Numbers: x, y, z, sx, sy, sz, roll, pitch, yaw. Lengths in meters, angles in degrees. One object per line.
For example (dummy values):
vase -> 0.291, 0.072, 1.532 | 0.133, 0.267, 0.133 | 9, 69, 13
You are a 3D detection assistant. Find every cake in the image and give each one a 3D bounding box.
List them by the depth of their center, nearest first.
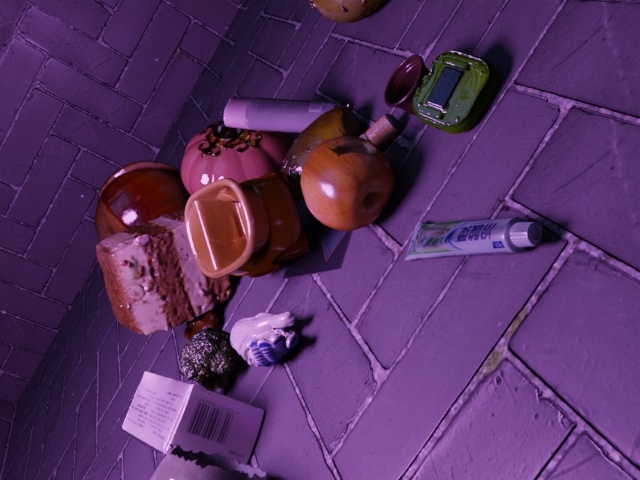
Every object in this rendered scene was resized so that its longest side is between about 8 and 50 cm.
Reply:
cake -> -0.413, 0.073, 1.744 | 0.282, 0.291, 0.255 | 11, 117, 61

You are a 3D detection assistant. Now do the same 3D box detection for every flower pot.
flower pot -> 0.188, -0.282, 1.265 | 0.111, 0.089, 0.111 | -43, 33, 37

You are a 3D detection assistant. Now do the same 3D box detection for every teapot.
teapot -> -0.312, 0.226, 1.720 | 0.129, 0.078, 0.098 | -27, 42, 51

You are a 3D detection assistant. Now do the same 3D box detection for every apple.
apple -> 0.052, -0.108, 1.269 | 0.199, 0.199, 0.199 | -43, 32, 35

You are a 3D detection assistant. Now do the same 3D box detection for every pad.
pad -> 0.000, 0.000, 1.444 | 0.243, 0.004, 0.163 | -15, 52, 58

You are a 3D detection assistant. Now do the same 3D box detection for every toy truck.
toy truck -> -0.159, -0.030, 1.455 | 0.288, 0.212, 0.204 | -27, 78, 48

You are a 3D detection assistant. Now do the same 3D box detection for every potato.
potato -> -0.003, -0.203, 1.518 | 0.251, 0.113, 0.149 | -57, 31, 11
potato -> 0.112, -0.705, 1.668 | 0.359, 0.219, 0.269 | -27, 36, 47

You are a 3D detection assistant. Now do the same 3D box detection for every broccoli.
broccoli -> -0.247, 0.266, 1.498 | 0.146, 0.137, 0.162 | -15, 6, 21

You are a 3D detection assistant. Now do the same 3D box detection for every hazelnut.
hazelnut -> -0.572, -0.082, 2.203 | 0.409, 0.359, 0.359 | -44, 31, 47

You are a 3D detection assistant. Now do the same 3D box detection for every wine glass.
wine glass -> -0.212, 0.515, 1.089 | 0.238, 0.238, 0.322 | -11, 59, 59

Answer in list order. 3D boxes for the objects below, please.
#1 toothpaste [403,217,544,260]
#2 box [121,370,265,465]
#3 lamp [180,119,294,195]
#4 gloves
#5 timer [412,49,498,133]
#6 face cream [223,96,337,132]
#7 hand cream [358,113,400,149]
toothpaste -> 0.216, -0.004, 1.000 | 0.297, 0.048, 0.074 | -4, 62, 64
box -> -0.278, 0.379, 1.399 | 0.333, 0.173, 0.145 | -11, 54, 59
lamp -> -0.204, -0.182, 1.725 | 0.305, 0.306, 0.239 | -90, -8, -49
gloves -> -0.110, 0.199, 1.352 | 0.229, 0.097, 0.119 | -11, 60, 64
timer -> 0.231, -0.261, 1.162 | 0.128, 0.047, 0.140 | 32, 95, 34
face cream -> -0.095, -0.306, 1.622 | 0.107, 0.270, 0.073 | -79, -8, -57
hand cream -> 0.084, -0.186, 1.389 | 0.203, 0.084, 0.084 | -43, 31, 25
